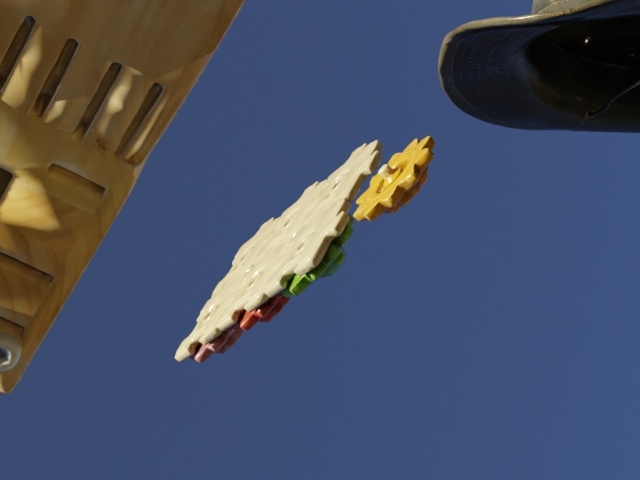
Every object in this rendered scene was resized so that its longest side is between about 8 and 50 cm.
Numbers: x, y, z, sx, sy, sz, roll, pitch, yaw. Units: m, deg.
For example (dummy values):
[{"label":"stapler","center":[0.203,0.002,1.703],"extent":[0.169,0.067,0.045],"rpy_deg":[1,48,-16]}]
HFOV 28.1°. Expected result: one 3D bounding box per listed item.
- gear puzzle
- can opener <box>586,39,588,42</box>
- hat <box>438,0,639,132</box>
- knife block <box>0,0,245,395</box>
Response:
[{"label":"gear puzzle","center":[0.000,0.000,1.118],"extent":[0.044,0.339,0.175],"rpy_deg":[40,-132,-12]},{"label":"can opener","center":[0.307,-0.243,1.184],"extent":[0.093,0.280,0.074],"rpy_deg":[-24,-112,-45]},{"label":"hat","center":[0.264,-0.188,1.050],"extent":[0.331,0.331,0.134],"rpy_deg":[8,-103,-20]},{"label":"knife block","center":[-0.077,-0.116,0.457],"extent":[0.088,0.242,0.276],"rpy_deg":[27,-64,-15]}]
